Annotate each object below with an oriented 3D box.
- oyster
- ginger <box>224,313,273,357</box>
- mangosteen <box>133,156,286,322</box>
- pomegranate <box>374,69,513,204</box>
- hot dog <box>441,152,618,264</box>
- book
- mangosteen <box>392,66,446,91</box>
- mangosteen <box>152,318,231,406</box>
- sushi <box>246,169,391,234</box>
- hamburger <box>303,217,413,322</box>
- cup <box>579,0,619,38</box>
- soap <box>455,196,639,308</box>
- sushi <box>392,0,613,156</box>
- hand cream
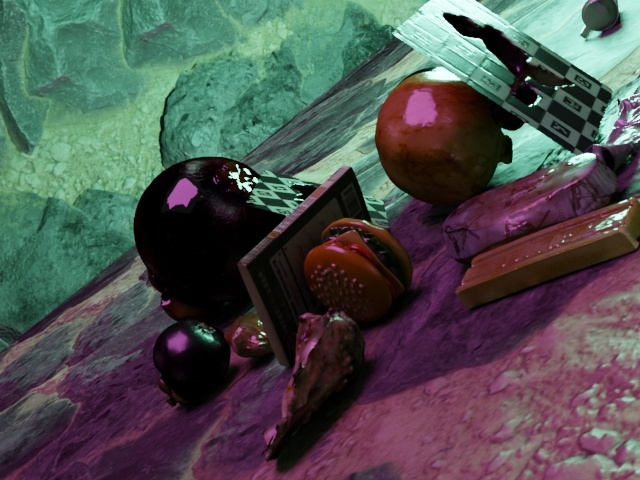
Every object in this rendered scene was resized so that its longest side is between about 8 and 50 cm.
[{"bbox_3d":[-0.012,0.193,1.503,0.166,0.094,0.294,-46,12,46],"label":"oyster"},{"bbox_3d":[-0.097,0.144,1.844,0.096,0.067,0.165,1,23,32],"label":"ginger"},{"bbox_3d":[-0.223,0.002,2.207,0.347,0.307,0.307,-61,-4,38],"label":"mangosteen"},{"bbox_3d":[0.209,-0.172,1.881,0.248,0.248,0.248,-32,14,9],"label":"pomegranate"},{"bbox_3d":[0.286,-0.037,1.563,0.268,0.075,0.144,-18,26,39],"label":"hot dog"},{"bbox_3d":[-0.006,0.038,1.730,0.027,0.202,0.264,12,44,40],"label":"book"},{"bbox_3d":[0.217,-0.231,2.104,0.210,0.209,0.210,-32,14,9],"label":"mangosteen"},{"bbox_3d":[-0.217,0.206,1.840,0.137,0.137,0.151,-102,34,-75],"label":"mangosteen"},{"bbox_3d":[-0.004,-0.047,2.072,0.290,0.264,0.050,-84,8,-74],"label":"sushi"},{"bbox_3d":[0.056,0.045,1.657,0.162,0.162,0.115,-18,27,48],"label":"hamburger"},{"bbox_3d":[0.578,-0.472,2.343,0.104,0.074,0.116,-60,-2,28],"label":"cup"},{"bbox_3d":[0.295,0.017,1.441,0.252,0.037,0.092,-24,19,35],"label":"soap"},{"bbox_3d":[0.291,-0.259,1.804,0.064,0.343,0.359,-58,-4,31],"label":"sushi"},{"bbox_3d":[0.443,-0.157,1.653,0.084,0.050,0.257,-17,20,41],"label":"hand cream"}]
